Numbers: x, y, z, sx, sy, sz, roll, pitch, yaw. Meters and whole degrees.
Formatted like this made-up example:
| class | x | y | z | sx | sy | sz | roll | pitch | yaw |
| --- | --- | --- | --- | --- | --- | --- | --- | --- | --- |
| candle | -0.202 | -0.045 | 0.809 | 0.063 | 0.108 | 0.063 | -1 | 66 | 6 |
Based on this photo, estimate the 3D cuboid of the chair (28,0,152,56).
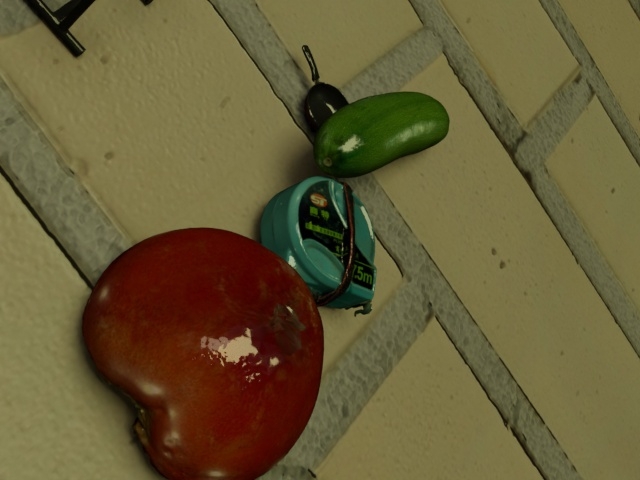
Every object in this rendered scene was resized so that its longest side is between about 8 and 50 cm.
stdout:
| class | x | y | z | sx | sy | sz | roll | pitch | yaw |
| --- | --- | --- | --- | --- | --- | --- | --- | --- | --- |
| chair | -0.244 | -0.321 | 0.678 | 0.260 | 0.154 | 0.141 | 50 | 48 | -17 |

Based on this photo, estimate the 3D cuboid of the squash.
| class | x | y | z | sx | sy | sz | roll | pitch | yaw |
| --- | --- | --- | --- | --- | --- | --- | --- | --- | --- |
| squash | 0.077 | -0.131 | 0.893 | 0.292 | 0.082 | 0.082 | -27 | 92 | -55 |

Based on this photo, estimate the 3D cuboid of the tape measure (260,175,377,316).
| class | x | y | z | sx | sy | sz | roll | pitch | yaw |
| --- | --- | --- | --- | --- | --- | --- | --- | --- | --- |
| tape measure | 0.000 | 0.000 | 0.801 | 0.125 | 0.081 | 0.146 | 22 | 59 | -36 |

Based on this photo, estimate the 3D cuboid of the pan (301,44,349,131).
| class | x | y | z | sx | sy | sz | roll | pitch | yaw |
| --- | --- | --- | --- | --- | --- | --- | --- | --- | --- |
| pan | -0.002 | -0.173 | 0.902 | 0.068 | 0.023 | 0.115 | -22 | 91 | -42 |

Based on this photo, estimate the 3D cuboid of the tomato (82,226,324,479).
| class | x | y | z | sx | sy | sz | roll | pitch | yaw |
| --- | --- | --- | --- | --- | --- | --- | --- | --- | --- |
| tomato | -0.077 | 0.088 | 0.664 | 0.233 | 0.139 | 0.200 | 57 | 42 | -7 |
